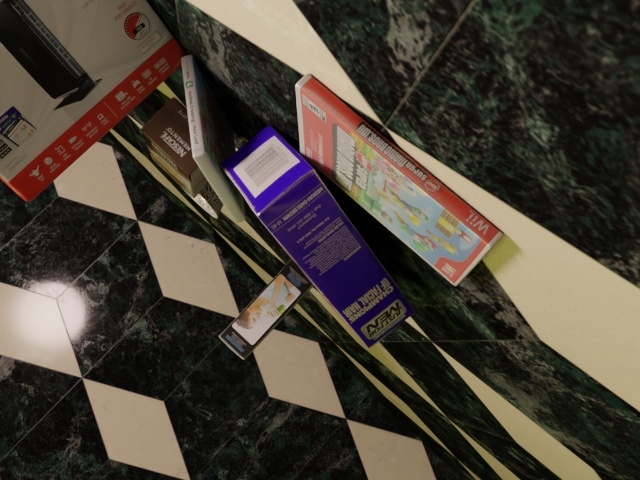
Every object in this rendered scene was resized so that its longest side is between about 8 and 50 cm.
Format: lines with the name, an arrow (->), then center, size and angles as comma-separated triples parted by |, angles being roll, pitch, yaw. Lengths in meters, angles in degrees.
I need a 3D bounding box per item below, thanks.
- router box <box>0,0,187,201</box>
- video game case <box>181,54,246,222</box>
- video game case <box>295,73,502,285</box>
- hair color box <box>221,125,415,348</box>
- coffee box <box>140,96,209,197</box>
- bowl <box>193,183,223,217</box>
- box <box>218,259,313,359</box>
router box -> -0.411, -0.277, 0.981 | 0.082, 0.335, 0.301 | 32, 164, 49
video game case -> -0.170, -0.160, 1.107 | 0.212, 0.023, 0.193 | 66, -169, -62
video game case -> 0.082, -0.064, 0.841 | 0.285, 0.025, 0.204 | 41, 168, 11
hair color box -> 0.000, 0.000, 1.069 | 0.339, 0.110, 0.185 | 50, 180, -37
coffee box -> -0.300, -0.195, 1.494 | 0.141, 0.098, 0.246 | 43, 169, 0
bowl -> -0.290, -0.142, 1.702 | 0.170, 0.080, 0.170 | 41, 168, 11
box -> -0.130, 0.174, 1.761 | 0.087, 0.290, 0.169 | 43, 168, 3
